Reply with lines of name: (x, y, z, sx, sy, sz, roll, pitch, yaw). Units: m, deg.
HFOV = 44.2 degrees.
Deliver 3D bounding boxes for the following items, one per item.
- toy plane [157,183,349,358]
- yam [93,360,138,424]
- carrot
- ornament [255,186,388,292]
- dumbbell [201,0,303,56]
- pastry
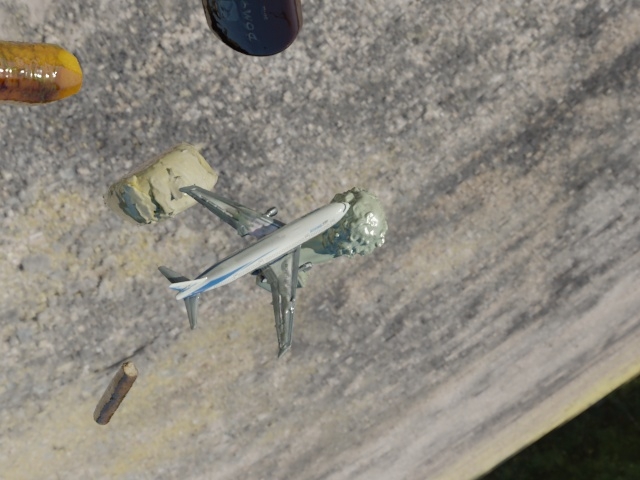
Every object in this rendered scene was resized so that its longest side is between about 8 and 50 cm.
toy plane: (-0.066, 0.013, 0.868, 0.226, 0.226, 0.058, -26, 162, -22)
yam: (-0.477, 0.358, 1.839, 0.057, 0.057, 0.241, -10, 147, -41)
carrot: (-0.551, -0.281, 1.313, 0.302, 0.114, 0.114, -9, 145, -46)
ornament: (-0.005, 0.009, 1.464, 0.285, 0.130, 0.120, -33, 130, 18)
dumbbell: (-0.057, -0.349, 1.020, 0.225, 0.124, 0.140, -65, 155, -43)
pastry: (-0.232, -0.079, 1.153, 0.166, 0.088, 0.166, -29, -168, 7)
